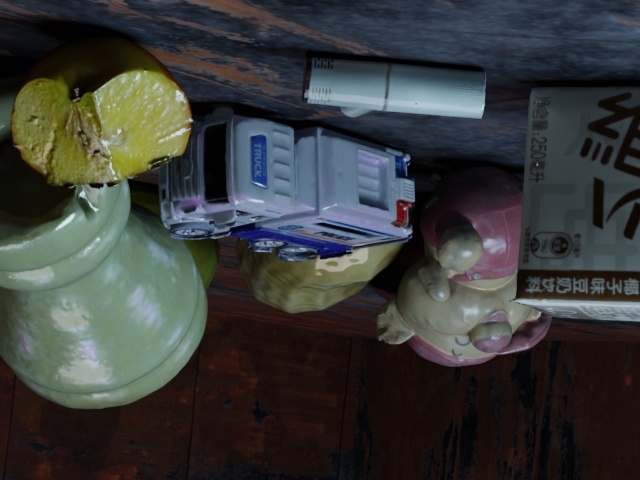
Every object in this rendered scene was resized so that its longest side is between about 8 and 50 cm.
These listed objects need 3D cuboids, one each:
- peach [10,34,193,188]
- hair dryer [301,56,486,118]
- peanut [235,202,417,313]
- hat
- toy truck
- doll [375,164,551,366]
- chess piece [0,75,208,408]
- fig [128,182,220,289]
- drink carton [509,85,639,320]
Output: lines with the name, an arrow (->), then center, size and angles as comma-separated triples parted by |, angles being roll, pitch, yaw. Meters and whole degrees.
peach -> -0.181, -0.115, 1.515 | 0.151, 0.118, 0.151 | 4, 130, 4
hair dryer -> 0.059, -0.126, 1.579 | 0.155, 0.044, 0.183 | 6, 178, -2
peanut -> -0.006, -0.001, 2.108 | 0.174, 0.158, 0.340 | 31, 166, -3
hat -> 0.145, 0.004, 2.198 | 0.205, 0.089, 0.205 | -13, -154, 6
toy truck -> -0.034, -0.058, 1.829 | 0.155, 0.124, 0.268 | -9, 168, 35
doll -> 0.174, 0.042, 1.984 | 0.196, 0.152, 0.256 | 12, 137, -1
chess piece -> -0.260, 0.009, 1.784 | 0.234, 0.234, 0.442 | 4, 160, 7
fig -> -0.258, 0.027, 2.299 | 0.271, 0.239, 0.239 | -22, 180, -17
drink carton -> 0.333, -0.028, 1.520 | 0.324, 0.194, 0.132 | 1, 174, 22
